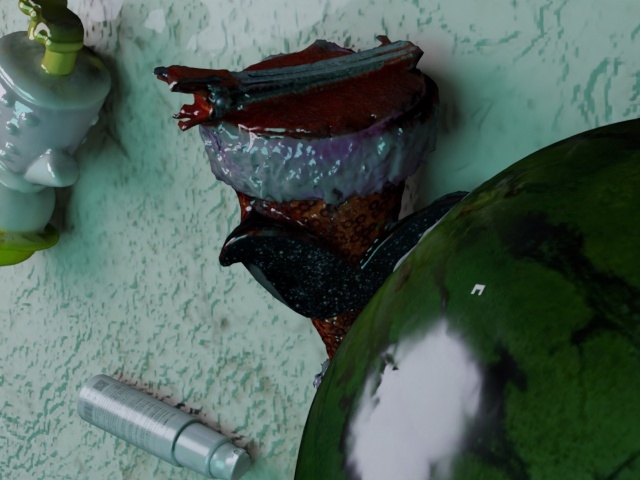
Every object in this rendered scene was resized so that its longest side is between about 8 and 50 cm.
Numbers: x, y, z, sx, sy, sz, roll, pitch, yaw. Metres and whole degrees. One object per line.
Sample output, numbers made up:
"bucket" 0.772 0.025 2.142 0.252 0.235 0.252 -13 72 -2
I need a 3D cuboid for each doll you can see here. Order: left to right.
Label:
"doll" -0.188 -0.061 1.033 0.129 0.081 0.207 54 133 40

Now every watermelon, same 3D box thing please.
"watermelon" 0.158 0.130 0.638 0.363 0.363 0.363 11 108 37

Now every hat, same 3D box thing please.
"hat" -0.001 0.002 0.877 0.129 0.140 0.227 23 128 44

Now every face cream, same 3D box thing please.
"face cream" -0.098 0.121 1.034 0.130 0.034 0.034 20 113 35
